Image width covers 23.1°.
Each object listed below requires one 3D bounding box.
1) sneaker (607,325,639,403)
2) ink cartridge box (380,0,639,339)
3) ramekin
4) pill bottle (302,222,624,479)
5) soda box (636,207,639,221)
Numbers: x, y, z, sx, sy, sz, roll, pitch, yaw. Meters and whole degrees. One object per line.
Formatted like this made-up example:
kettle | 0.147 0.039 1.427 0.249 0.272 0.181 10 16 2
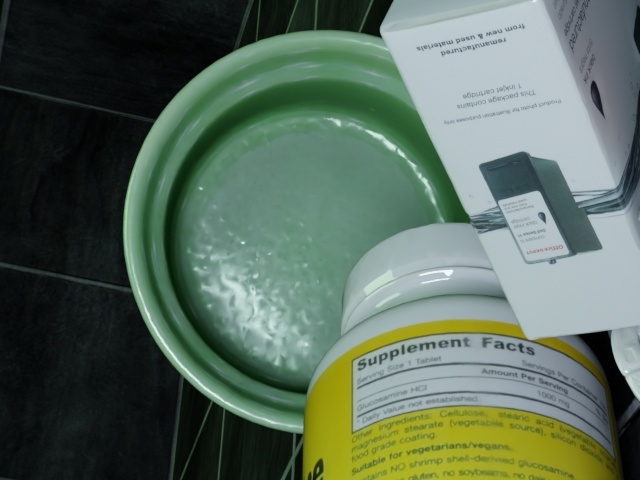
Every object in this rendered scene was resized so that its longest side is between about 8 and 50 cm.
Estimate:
sneaker | 0.188 0.053 0.862 0.158 0.061 0.065 -91 -10 -53
ink cartridge box | 0.125 -0.074 0.820 0.208 0.087 0.153 61 -145 -32
ramekin | 0.000 0.000 1.223 0.148 0.303 0.303 131 150 -82
pill bottle | 0.082 0.155 0.897 0.334 0.188 0.188 -89 15 -45
soda box | 0.216 0.003 0.642 0.263 0.083 0.092 -106 30 -69
